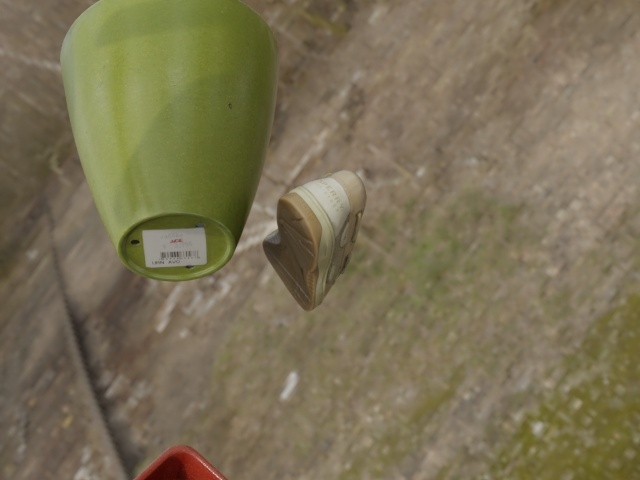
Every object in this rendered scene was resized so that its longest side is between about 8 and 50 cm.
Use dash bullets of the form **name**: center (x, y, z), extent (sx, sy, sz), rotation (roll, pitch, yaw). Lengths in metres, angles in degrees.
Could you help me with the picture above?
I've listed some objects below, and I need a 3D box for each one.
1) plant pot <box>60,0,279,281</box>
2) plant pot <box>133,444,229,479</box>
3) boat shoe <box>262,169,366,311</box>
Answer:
- **plant pot**: center (-0.174, -0.107, 1.698), extent (0.275, 0.275, 0.293), rotation (-45, 40, 40)
- **plant pot**: center (-0.130, 0.388, 1.190), extent (0.267, 0.267, 0.236), rotation (-40, -17, -38)
- **boat shoe**: center (0.000, 0.000, 1.720), extent (0.098, 0.109, 0.302), rotation (-34, -14, -16)
